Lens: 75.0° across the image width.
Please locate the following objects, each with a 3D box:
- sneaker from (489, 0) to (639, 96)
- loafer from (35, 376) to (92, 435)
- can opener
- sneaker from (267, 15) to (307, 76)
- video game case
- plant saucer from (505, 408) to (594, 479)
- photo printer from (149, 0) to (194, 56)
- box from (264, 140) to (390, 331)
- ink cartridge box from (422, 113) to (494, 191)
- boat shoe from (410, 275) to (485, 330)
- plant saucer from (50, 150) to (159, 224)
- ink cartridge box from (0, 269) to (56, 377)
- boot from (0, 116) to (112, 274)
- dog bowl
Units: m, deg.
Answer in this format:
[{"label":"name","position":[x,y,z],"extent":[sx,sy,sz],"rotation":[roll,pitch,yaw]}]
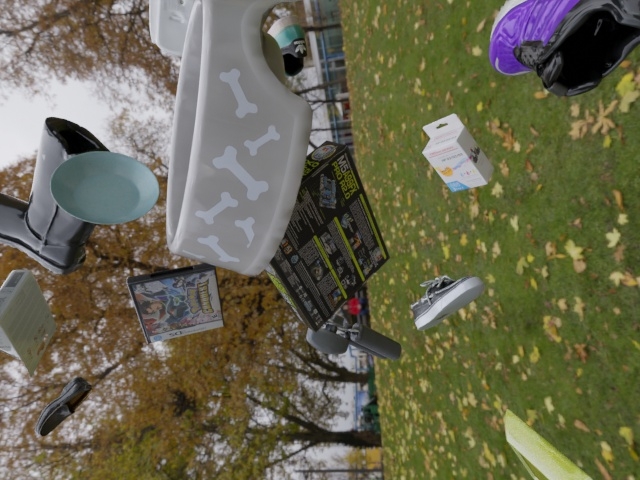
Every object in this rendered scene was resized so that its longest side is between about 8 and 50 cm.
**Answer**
[{"label":"sneaker","position":[0.290,-0.241,0.510],"extent":[0.293,0.102,0.145],"rotation":[-176,101,-82]},{"label":"loafer","position":[-0.711,0.465,1.158],"extent":[0.170,0.061,0.062],"rotation":[-58,-31,-24]},{"label":"can opener","position":[0.076,0.243,0.979],"extent":[0.284,0.076,0.095],"rotation":[32,-118,-32]},{"label":"sneaker","position":[-0.124,-0.534,1.254],"extent":[0.302,0.108,0.120],"rotation":[-14,97,68]},{"label":"video game case","position":[-0.440,0.199,1.304],"extent":[0.035,0.249,0.274],"rotation":[-119,24,-47]},{"label":"plant saucer","position":[0.422,0.425,0.752],"extent":[0.188,0.045,0.188],"rotation":[53,174,-21]},{"label":"photo printer","position":[-0.248,-0.522,0.846],"extent":[0.307,0.107,0.255],"rotation":[-93,15,-60]},{"label":"box","position":[0.000,0.000,0.731],"extent":[0.216,0.060,0.270],"rotation":[-43,-49,-19]},{"label":"ink cartridge box","position":[0.329,-0.210,1.028],"extent":[0.181,0.104,0.061],"rotation":[45,-119,-22]},{"label":"boat shoe","position":[0.343,0.156,1.177],"extent":[0.306,0.113,0.104],"rotation":[108,145,-60]},{"label":"plant saucer","position":[-0.431,-0.100,0.845],"extent":[0.037,0.195,0.194],"rotation":[123,156,-48]},{"label":"ink cartridge box","position":[-0.618,0.172,0.863],"extent":[0.145,0.045,0.179],"rotation":[-100,15,-51]},{"label":"boot","position":[-0.768,-0.146,1.136],"extent":[0.445,0.367,0.146],"rotation":[-48,15,37]},{"label":"dog bowl","position":[-0.121,-0.131,0.517],"extent":[0.349,0.102,0.348],"rotation":[-175,90,-66]}]
